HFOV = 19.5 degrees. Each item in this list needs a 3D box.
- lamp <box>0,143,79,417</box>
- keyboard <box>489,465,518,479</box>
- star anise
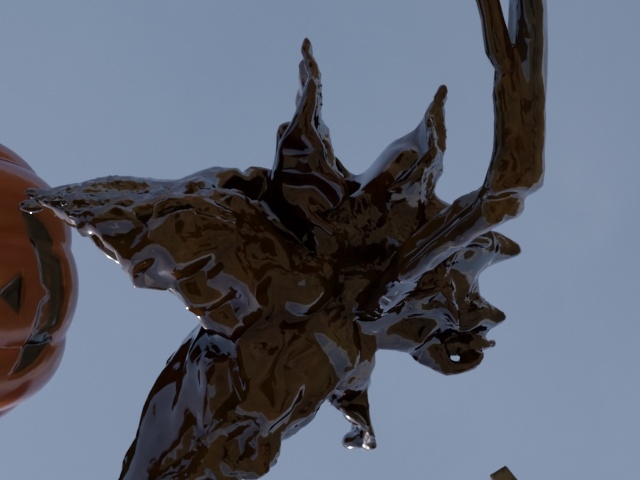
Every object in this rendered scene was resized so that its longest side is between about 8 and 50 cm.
[{"bbox_3d":[-0.244,0.025,1.137,0.164,0.188,0.187,4,-116,-41],"label":"lamp"},{"bbox_3d":[0.118,0.155,0.729,0.017,0.055,0.166,-28,-134,-13],"label":"keyboard"},{"bbox_3d":[0.002,-0.008,0.847,0.237,0.346,0.148,29,-146,-16],"label":"star anise"}]
